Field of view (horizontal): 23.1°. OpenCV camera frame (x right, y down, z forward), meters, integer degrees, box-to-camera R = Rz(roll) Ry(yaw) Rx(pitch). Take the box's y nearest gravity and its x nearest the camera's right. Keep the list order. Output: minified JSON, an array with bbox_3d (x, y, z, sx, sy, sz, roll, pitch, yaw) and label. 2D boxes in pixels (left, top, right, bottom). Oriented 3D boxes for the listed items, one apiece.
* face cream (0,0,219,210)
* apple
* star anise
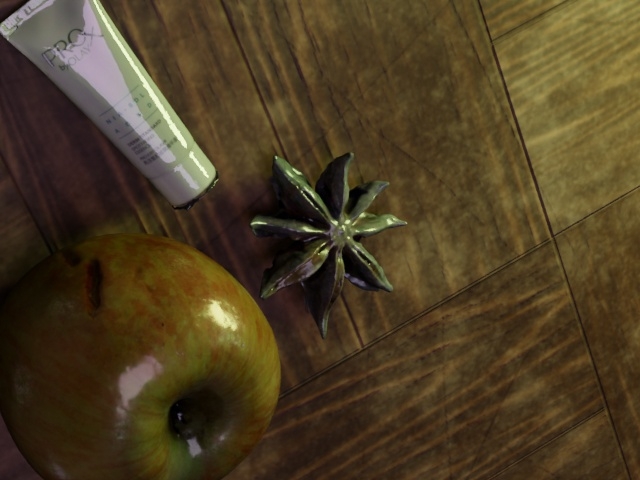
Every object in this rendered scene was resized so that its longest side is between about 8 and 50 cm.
[{"bbox_3d":[-0.186,-0.134,1.447,0.092,0.058,0.243,-39,116,-1],"label":"face cream"},{"bbox_3d":[-0.178,0.115,1.454,0.264,0.264,0.264,-10,114,-22],"label":"apple"},{"bbox_3d":[0.000,0.000,1.582,0.204,0.061,0.180,26,86,-37],"label":"star anise"}]
